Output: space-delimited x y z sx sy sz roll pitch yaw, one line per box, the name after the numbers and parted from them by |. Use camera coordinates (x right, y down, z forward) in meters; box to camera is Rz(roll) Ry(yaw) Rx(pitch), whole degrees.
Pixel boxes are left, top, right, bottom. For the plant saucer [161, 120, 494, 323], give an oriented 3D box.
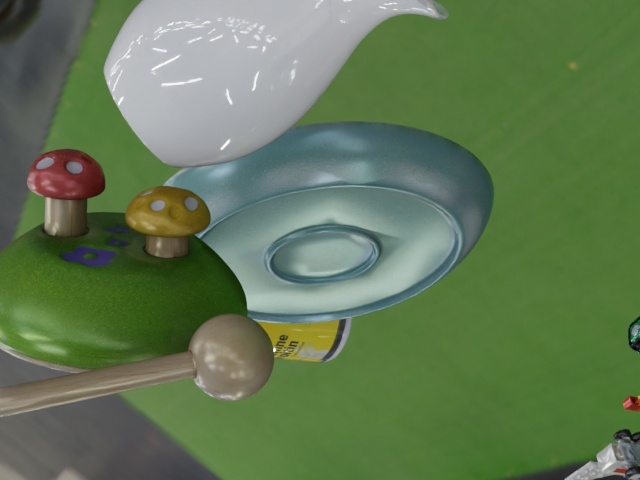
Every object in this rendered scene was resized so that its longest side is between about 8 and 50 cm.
0.000 0.000 1.289 0.317 0.044 0.318 -6 151 -3 | plant saucer

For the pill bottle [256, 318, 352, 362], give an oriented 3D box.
-0.066 0.071 1.530 0.184 0.103 0.103 7 173 -28 | pill bottle

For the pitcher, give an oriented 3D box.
-0.045 -0.158 0.963 0.125 0.207 0.178 40 -160 -56 | pitcher

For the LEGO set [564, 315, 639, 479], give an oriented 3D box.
0.287 0.168 1.024 0.244 0.182 0.060 45 133 7 | LEGO set

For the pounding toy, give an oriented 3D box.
-0.129 0.011 0.934 0.237 0.182 0.110 -125 37 -64 | pounding toy
